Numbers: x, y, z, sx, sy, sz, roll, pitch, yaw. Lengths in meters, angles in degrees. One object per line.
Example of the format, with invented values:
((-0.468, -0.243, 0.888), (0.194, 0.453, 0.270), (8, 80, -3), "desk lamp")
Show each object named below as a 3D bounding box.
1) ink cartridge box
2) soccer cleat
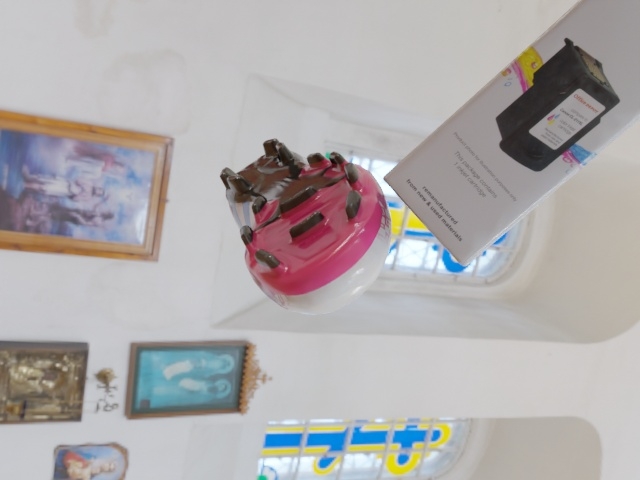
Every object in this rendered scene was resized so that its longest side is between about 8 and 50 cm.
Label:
((0.134, -0.070, 0.396), (0.175, 0.072, 0.127), (-42, 174, 10), "ink cartridge box")
((0.000, 0.000, 0.529), (0.116, 0.143, 0.331), (-35, -158, -2), "soccer cleat")
